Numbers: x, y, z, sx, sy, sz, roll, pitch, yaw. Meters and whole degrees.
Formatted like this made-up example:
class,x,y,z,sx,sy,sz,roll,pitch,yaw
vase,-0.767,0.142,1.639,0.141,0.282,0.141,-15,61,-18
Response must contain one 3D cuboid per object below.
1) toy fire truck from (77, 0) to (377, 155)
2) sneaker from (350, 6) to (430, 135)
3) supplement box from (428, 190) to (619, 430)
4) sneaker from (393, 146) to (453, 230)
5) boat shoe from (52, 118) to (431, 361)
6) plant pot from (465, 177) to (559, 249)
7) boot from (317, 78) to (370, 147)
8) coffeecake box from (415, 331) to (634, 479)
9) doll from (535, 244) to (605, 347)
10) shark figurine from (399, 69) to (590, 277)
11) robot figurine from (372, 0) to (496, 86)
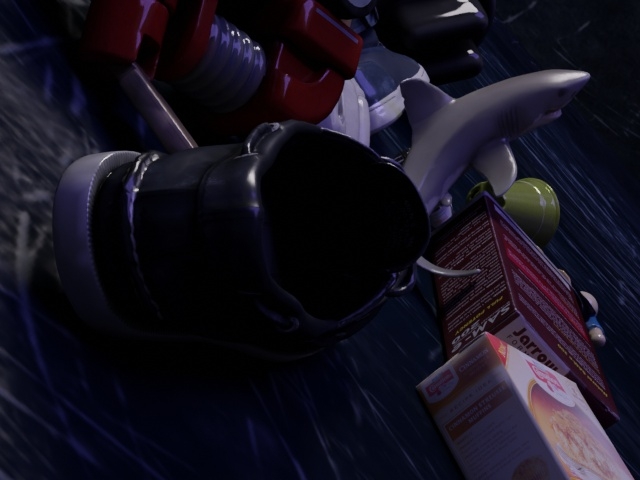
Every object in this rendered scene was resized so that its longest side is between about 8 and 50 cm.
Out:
class,x,y,z,sx,sy,sz,roll,pitch,yaw
toy fire truck,-0.064,-0.115,0.912,0.217,0.159,0.246,32,64,-47
sneaker,0.027,-0.190,1.310,0.163,0.086,0.226,63,15,-10
supplement box,0.162,0.066,1.182,0.130,0.073,0.239,46,16,-17
sneaker,0.097,-0.047,1.337,0.109,0.040,0.043,-106,168,-48
boat shoe,-0.001,-0.004,0.765,0.340,0.113,0.127,13,70,-63
plant pot,0.193,-0.030,1.490,0.079,0.083,0.083,10,41,-47
boot,-0.035,-0.156,1.147,0.123,0.095,0.258,41,26,-48
coffeecake box,0.162,0.168,0.967,0.142,0.068,0.185,29,26,-49
doll,0.251,0.060,1.479,0.129,0.046,0.189,48,7,25
shark figurine,0.094,-0.076,1.219,0.278,0.166,0.116,-50,121,-35
robot figurine,0.093,-0.290,1.595,0.174,0.209,0.278,18,34,-39
